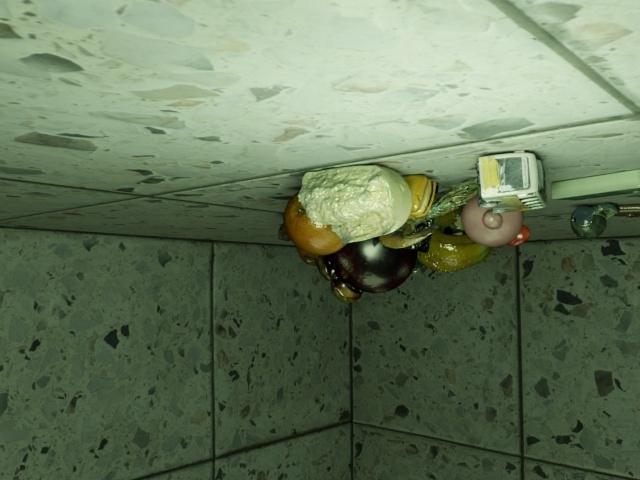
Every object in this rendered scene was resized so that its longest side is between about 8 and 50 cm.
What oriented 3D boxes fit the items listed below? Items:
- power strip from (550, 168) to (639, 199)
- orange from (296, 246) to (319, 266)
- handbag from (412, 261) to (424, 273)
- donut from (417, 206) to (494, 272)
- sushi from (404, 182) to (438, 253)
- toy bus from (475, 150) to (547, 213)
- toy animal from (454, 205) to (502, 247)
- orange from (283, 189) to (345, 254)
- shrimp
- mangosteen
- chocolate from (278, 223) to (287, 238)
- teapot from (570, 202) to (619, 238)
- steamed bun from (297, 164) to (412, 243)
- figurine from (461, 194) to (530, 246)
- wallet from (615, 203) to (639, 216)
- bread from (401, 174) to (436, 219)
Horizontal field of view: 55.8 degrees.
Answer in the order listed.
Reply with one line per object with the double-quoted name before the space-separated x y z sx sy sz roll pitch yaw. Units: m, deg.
"power strip" 0.710 -0.134 1.502 0.117 0.046 0.270 3 174 -36
"orange" 0.000 0.000 2.095 0.248 0.183 0.249 19 157 8
"handbag" 0.384 0.016 2.214 0.274 0.100 0.268 -46 -169 -20
"donut" 0.418 -0.024 1.909 0.271 0.272 0.107 0 135 1
"sushi" 0.228 -0.061 1.628 0.150 0.172 0.153 9 164 12
"toy bus" 0.426 -0.119 1.337 0.137 0.097 0.342 -4 175 23
"toy animal" 0.482 -0.068 1.792 0.186 0.214 0.094 -30 -175 -1
"orange" -0.004 -0.055 1.634 0.205 0.206 0.206 0 176 0
"shrimp" 0.277 -0.062 1.468 0.295 0.058 0.169 -27 -153 9
"mangosteen" 0.131 0.035 1.869 0.347 0.307 0.306 -39 159 22
"chocolate" -0.086 -0.057 2.360 0.156 0.080 0.254 -15 176 5
"teapot" 0.905 -0.069 2.016 0.149 0.111 0.108 3 165 38
"steamed bun" 0.089 -0.081 1.379 0.199 0.171 0.225 11 169 -42
"figurine" 0.465 -0.067 1.650 0.173 0.173 0.173 0 176 0
"wallet" 1.066 -0.100 2.046 0.152 0.039 0.118 -4 172 32
"bread" 0.188 -0.105 1.496 0.200 0.116 0.077 -4 150 47
